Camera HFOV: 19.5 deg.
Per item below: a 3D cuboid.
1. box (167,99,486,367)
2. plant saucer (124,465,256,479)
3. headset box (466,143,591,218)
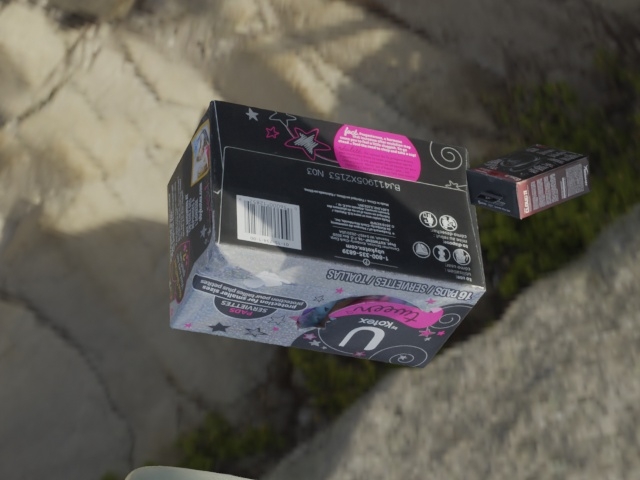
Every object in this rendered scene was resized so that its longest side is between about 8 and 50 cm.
[{"bbox_3d":[0.000,0.000,1.646,0.247,0.163,0.142,9,143,-18],"label":"box"},{"bbox_3d":[-0.033,0.220,1.189,0.400,0.400,0.101,16,74,-7],"label":"plant saucer"},{"bbox_3d":[0.159,-0.046,1.451,0.083,0.062,0.032,-22,113,-31],"label":"headset box"}]
